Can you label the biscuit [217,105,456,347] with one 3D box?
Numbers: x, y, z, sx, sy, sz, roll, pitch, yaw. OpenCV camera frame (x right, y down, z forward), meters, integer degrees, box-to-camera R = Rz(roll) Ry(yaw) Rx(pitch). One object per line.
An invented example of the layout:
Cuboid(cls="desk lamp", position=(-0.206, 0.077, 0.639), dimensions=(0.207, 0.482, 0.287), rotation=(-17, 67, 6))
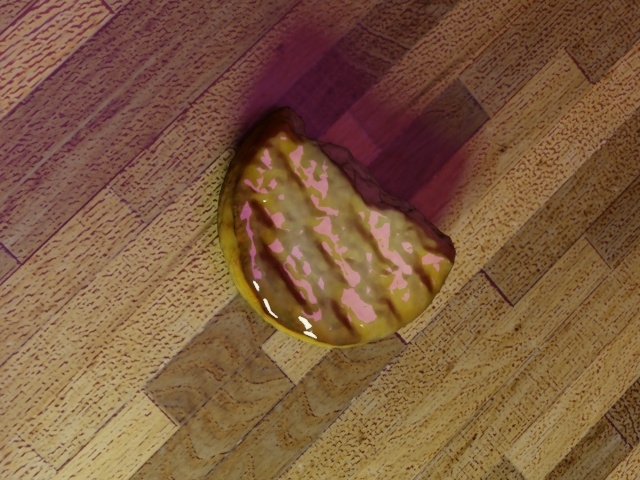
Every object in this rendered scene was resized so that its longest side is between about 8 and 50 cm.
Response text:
Cuboid(cls="biscuit", position=(-0.001, 0.000, 1.581), dimensions=(0.274, 0.091, 0.213), rotation=(45, 78, -20))
